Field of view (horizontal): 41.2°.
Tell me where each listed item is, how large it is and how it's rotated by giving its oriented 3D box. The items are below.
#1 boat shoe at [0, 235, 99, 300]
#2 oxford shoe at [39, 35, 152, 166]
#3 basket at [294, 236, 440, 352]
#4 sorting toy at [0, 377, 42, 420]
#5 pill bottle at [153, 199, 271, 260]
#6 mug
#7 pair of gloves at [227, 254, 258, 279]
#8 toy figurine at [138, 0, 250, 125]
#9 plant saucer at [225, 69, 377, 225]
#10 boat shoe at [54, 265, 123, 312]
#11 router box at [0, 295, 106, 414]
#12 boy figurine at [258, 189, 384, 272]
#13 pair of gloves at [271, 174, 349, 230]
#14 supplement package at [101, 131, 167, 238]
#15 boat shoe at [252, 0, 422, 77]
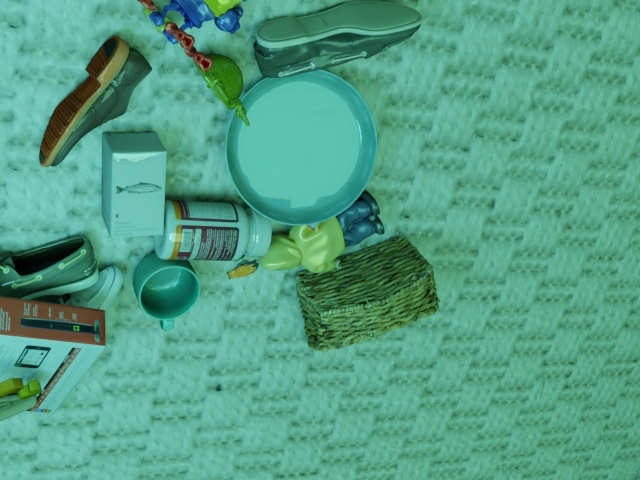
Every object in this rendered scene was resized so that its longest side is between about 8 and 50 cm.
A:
[{"bbox_3d":[-0.581,0.067,1.629,0.305,0.109,0.091,-16,124,-23],"label":"boat shoe"},{"bbox_3d":[-0.407,-0.232,1.539,0.271,0.097,0.098,-50,132,9],"label":"oxford shoe"},{"bbox_3d":[0.119,0.165,1.950,0.299,0.213,0.223,-19,124,-14],"label":"basket"},{"bbox_3d":[-0.651,0.311,1.605,0.307,0.041,0.229,-24,163,16],"label":"sorting toy"},{"bbox_3d":[-0.220,-0.018,1.736,0.221,0.121,0.121,2,117,-26],"label":"pill bottle"},{"bbox_3d":[-0.330,0.096,1.768,0.129,0.097,0.158,27,105,-35],"label":"mug"},{"bbox_3d":[-0.174,0.046,1.867,0.074,0.010,0.083,-19,124,-14],"label":"pair of gloves"},{"bbox_3d":[-0.172,-0.409,1.493,0.217,0.191,0.362,-43,129,-2],"label":"toy figurine"},{"bbox_3d":[-0.040,-0.189,1.724,0.318,0.044,0.317,-4,103,-16],"label":"plant saucer"},{"bbox_3d":[-0.494,0.133,1.718,0.226,0.083,0.076,-47,133,8],"label":"boat shoe"},{"bbox_3d":[-0.610,0.225,1.627,0.301,0.082,0.335,12,142,-31],"label":"router box"},{"bbox_3d":[0.000,0.000,1.872,0.285,0.092,0.177,-25,125,-9],"label":"boy figurine"},{"bbox_3d":[-0.021,-0.118,1.784,0.198,0.023,0.159,38,86,-14],"label":"pair of gloves"},{"bbox_3d":[-0.358,-0.107,1.628,0.105,0.105,0.179,-5,120,-22],"label":"supplement package"},{"bbox_3d":[0.032,-0.389,1.654,0.335,0.112,0.095,-12,140,-13],"label":"boat shoe"}]
